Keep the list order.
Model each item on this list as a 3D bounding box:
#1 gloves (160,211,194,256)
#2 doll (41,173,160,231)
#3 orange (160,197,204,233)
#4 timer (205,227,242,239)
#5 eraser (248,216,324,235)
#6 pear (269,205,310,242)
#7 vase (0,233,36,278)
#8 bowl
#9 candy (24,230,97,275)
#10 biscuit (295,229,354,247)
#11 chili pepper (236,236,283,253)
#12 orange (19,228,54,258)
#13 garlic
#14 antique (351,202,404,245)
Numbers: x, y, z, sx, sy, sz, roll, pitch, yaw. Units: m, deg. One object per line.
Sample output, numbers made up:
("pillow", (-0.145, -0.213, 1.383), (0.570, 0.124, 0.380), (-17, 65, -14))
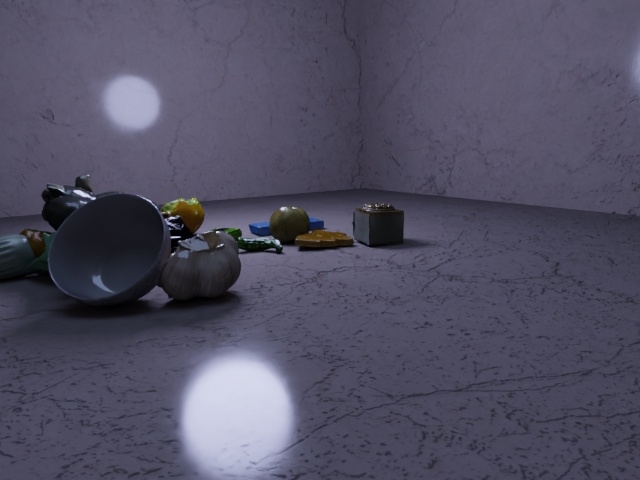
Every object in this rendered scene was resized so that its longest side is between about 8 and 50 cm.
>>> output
("gloves", (-0.514, 0.003, 1.583), (0.152, 0.197, 0.301), (-38, -3, -4))
("doll", (-0.751, -0.050, 1.652), (0.382, 0.253, 0.379), (13, 20, -32))
("orange", (-0.587, -0.099, 2.064), (0.179, 0.158, 0.237), (-40, 7, 0))
("timer", (-0.398, -0.025, 1.974), (0.127, 0.047, 0.140), (1, 11, 20))
("eraser", (-0.150, -0.064, 2.145), (0.311, 0.043, 0.144), (-7, 11, -26))
("pear", (-0.120, -0.064, 1.884), (0.167, 0.137, 0.167), (-18, -1, 0))
("vase", (-0.994, 0.067, 1.430), (0.248, 0.128, 0.128), (-21, 19, -30))
("bowl", (-0.496, 0.040, 1.187), (0.286, 0.287, 0.144), (-1, -30, 6))
("candy", (-0.696, 0.041, 1.410), (0.262, 0.172, 0.397), (-6, -2, -41))
("biscuit", (0.000, 0.000, 1.784), (0.238, 0.041, 0.212), (-10, 18, -40))
("chili pepper", (-0.213, 0.016, 1.717), (0.182, 0.050, 0.073), (3, 5, 15))
("orange", (-0.942, 0.023, 1.606), (0.154, 0.134, 0.155), (-1, 18, 0))
("garlic", (-0.277, 0.079, 1.194), (0.142, 0.178, 0.229), (32, 40, 13))
("antique", (0.213, -0.063, 1.791), (0.151, 0.148, 0.146), (-4, 12, -21))
